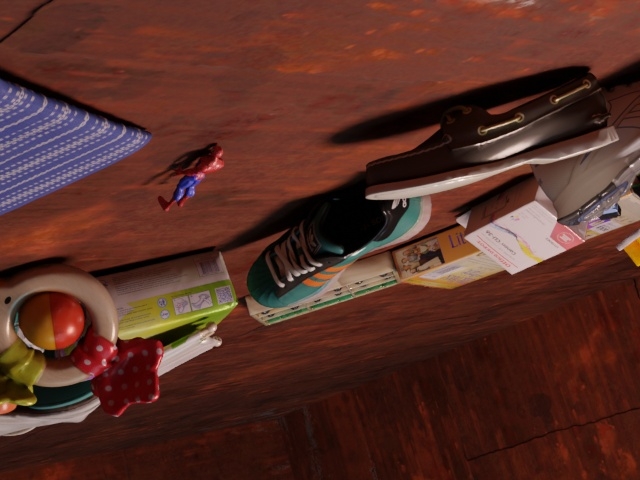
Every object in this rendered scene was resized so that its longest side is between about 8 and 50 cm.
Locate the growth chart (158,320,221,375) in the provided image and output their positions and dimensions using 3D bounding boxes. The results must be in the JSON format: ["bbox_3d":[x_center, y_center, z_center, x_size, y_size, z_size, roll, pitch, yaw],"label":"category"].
[{"bbox_3d":[-0.220,0.173,1.894,0.172,0.021,0.237,-26,172,-4],"label":"growth chart"}]

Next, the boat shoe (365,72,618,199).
[{"bbox_3d":[0.190,-0.117,1.508,0.305,0.091,0.109,-15,180,-6],"label":"boat shoe"}]

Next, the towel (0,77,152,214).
[{"bbox_3d":[-0.322,-0.077,1.139,0.243,0.040,0.336,-22,169,15],"label":"towel"}]

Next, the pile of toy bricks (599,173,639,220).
[{"bbox_3d":[0.429,-0.113,1.873,0.212,0.118,0.105,-13,138,30],"label":"pile of toy bricks"}]

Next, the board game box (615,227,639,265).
[{"bbox_3d":[0.643,-0.126,1.868,0.390,0.050,0.390,-35,172,-14],"label":"board game box"}]

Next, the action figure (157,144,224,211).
[{"bbox_3d":[-0.138,-0.071,1.411,0.038,0.030,0.115,-13,164,-43],"label":"action figure"}]

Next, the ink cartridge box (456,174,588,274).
[{"bbox_3d":[0.310,-0.018,2.043,0.115,0.067,0.198,36,141,-21],"label":"ink cartridge box"}]

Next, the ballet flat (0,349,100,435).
[{"bbox_3d":[-0.464,0.257,2.140,0.400,0.139,0.139,-15,170,24],"label":"ballet flat"}]

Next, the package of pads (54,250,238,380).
[{"bbox_3d":[-0.270,0.114,1.894,0.229,0.101,0.296,-13,167,-22],"label":"package of pads"}]

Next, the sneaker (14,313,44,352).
[{"bbox_3d":[-0.442,0.125,1.842,0.076,0.065,0.166,-2,167,10],"label":"sneaker"}]

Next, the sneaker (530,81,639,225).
[{"bbox_3d":[0.383,-0.149,1.598,0.297,0.129,0.111,-39,161,12],"label":"sneaker"}]

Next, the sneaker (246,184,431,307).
[{"bbox_3d":[0.000,0.000,1.758,0.302,0.108,0.121,-32,161,27],"label":"sneaker"}]

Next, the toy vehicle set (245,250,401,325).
[{"bbox_3d":[0.009,0.087,2.308,0.267,0.035,0.166,-18,168,5],"label":"toy vehicle set"}]

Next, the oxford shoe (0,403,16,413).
[{"bbox_3d":[-0.568,0.184,1.852,0.271,0.098,0.097,4,-162,-15],"label":"oxford shoe"}]

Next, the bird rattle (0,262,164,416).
[{"bbox_3d":[-0.330,0.131,1.652,0.253,0.207,0.143,-3,-158,3],"label":"bird rattle"}]

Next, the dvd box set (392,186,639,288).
[{"bbox_3d":[0.367,-0.016,2.274,0.420,0.062,0.307,-22,167,21],"label":"dvd box set"}]
